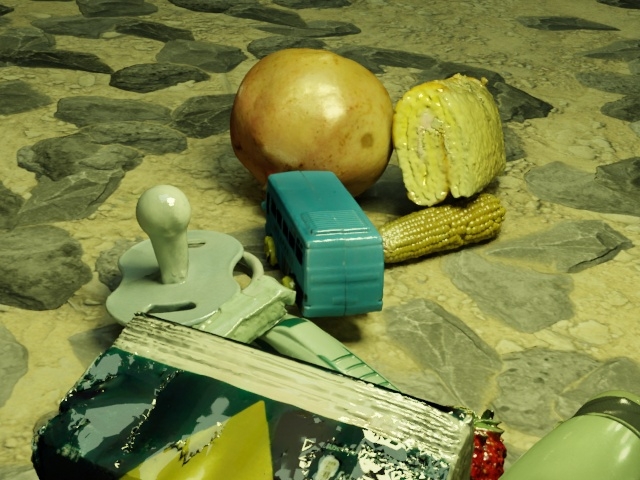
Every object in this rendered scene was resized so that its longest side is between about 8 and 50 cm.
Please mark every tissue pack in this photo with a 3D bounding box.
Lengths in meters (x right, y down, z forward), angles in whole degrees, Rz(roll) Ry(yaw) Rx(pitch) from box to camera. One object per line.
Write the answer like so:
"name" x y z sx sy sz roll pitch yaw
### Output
"tissue pack" -0.066 0.273 1.076 0.417 0.264 0.253 17 48 19

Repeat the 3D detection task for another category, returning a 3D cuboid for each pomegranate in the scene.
"pomegranate" -0.025 -0.207 1.935 0.338 0.338 0.338 4 29 -2

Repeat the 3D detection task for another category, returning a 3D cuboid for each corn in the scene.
"corn" 0.229 -0.024 1.866 0.320 0.097 0.097 -16 35 -31

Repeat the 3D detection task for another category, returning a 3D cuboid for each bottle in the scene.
"bottle" 0.330 0.305 1.227 0.168 0.168 0.347 23 29 28

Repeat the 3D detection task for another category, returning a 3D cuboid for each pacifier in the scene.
"pacifier" -0.222 0.017 1.563 0.244 0.233 0.299 -10 30 2

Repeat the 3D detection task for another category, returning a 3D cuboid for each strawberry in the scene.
"strawberry" 0.182 0.300 1.237 0.085 0.140 0.192 24 29 15

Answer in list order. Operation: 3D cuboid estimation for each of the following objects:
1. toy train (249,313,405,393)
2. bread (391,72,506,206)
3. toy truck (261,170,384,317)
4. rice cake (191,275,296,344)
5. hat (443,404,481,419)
"toy train" 0.008 0.192 1.445 0.086 0.088 0.407 -19 36 -34
"bread" 0.268 -0.214 1.976 0.165 0.236 0.375 -11 6 23
"toy truck" 0.000 0.000 1.684 0.161 0.162 0.385 -3 21 -12
"rice cake" -0.171 0.158 1.431 0.066 0.063 0.336 28 50 36
"hat" 0.195 0.272 1.364 0.076 0.059 0.077 2 30 -39
